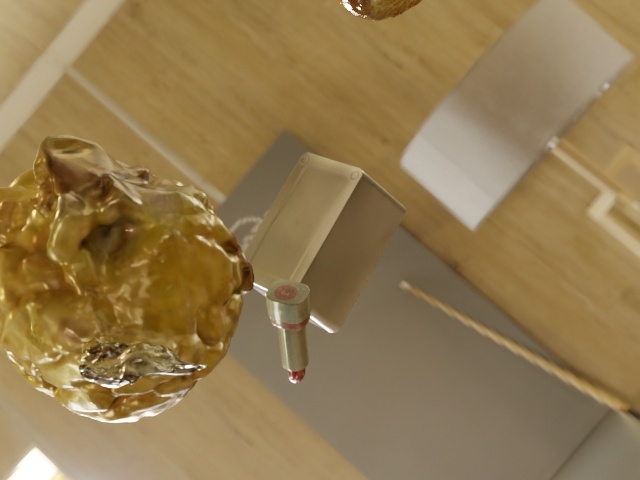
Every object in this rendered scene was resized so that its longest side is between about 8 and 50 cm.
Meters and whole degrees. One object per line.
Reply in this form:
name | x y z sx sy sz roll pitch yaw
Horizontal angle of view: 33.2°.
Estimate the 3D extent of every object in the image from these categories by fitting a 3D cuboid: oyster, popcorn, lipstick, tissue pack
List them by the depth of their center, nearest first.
oyster | -0.210 0.134 1.166 0.165 0.053 0.108 -6 7 32
popcorn | -0.294 0.059 1.498 0.354 0.390 0.344 -17 -9 35
lipstick | -0.042 0.148 1.641 0.057 0.063 0.186 -55 -30 -44
tissue pack | -0.001 -0.001 1.776 0.136 0.159 0.246 40 -102 -45

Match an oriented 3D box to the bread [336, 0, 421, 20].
bread | 0.096 -0.435 1.436 0.312 0.172 0.312 -37 -16 -13
